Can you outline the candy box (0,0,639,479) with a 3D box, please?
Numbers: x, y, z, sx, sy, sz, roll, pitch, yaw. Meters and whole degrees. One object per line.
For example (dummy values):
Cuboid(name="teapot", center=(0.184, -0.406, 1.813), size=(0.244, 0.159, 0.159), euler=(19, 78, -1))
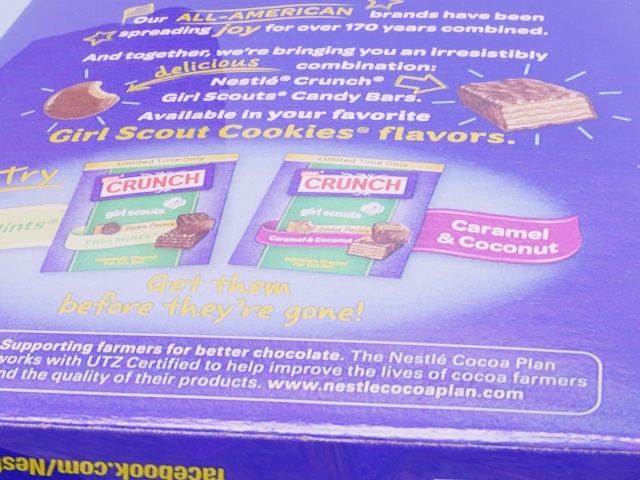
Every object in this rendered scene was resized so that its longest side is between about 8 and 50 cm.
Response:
Cuboid(name="candy box", center=(0.000, 0.000, 0.487), size=(0.317, 0.268, 0.122), euler=(-71, -21, -52))
